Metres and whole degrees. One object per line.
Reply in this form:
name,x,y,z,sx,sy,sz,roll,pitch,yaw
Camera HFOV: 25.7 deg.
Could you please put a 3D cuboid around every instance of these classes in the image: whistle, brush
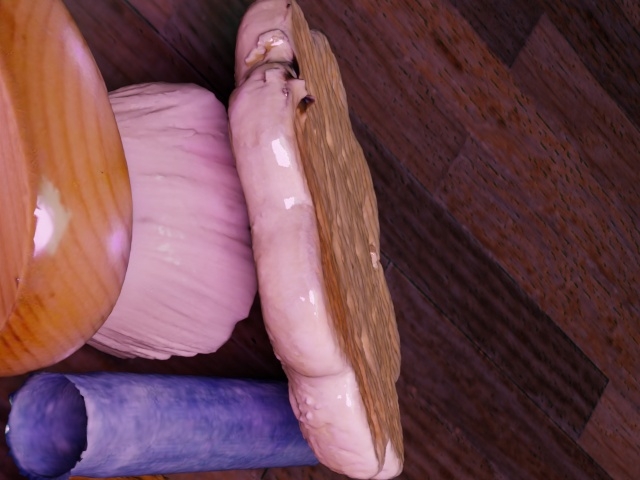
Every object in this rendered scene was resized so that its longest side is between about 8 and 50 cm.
whistle,-0.064,0.112,0.849,0.304,0.062,0.062,11,85,-59
brush,-0.151,-0.057,0.793,0.166,0.174,0.267,-4,80,-47

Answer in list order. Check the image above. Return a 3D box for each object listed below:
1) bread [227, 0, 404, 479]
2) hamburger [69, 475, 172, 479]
bread,0.000,0.000,0.857,0.054,0.316,0.316,-12,102,8
hamburger,-0.104,0.239,0.800,0.244,0.244,0.163,37,93,-31
